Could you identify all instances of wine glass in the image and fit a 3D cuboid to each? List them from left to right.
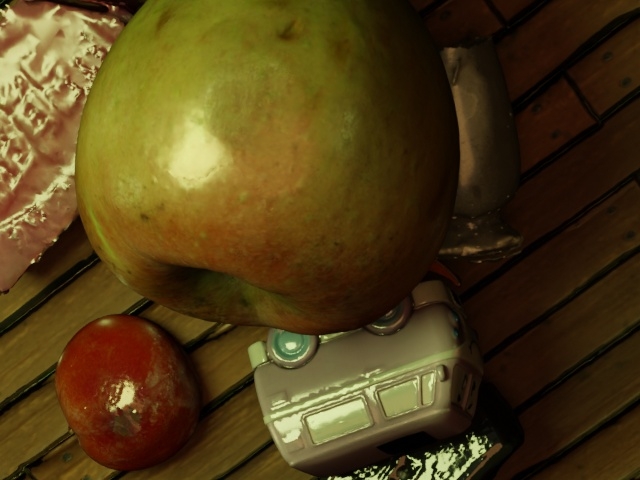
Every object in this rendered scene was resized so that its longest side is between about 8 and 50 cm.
[{"bbox_3d":[0.131,-0.085,1.644,0.111,0.111,0.204,-9,99,3],"label":"wine glass"}]

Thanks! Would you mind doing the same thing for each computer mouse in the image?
[{"bbox_3d":[0.091,0.232,1.729,0.147,0.088,0.264,35,94,15],"label":"computer mouse"}]

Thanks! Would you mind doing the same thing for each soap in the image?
[{"bbox_3d":[-0.267,-0.113,1.647,0.182,0.112,0.289,40,99,-13],"label":"soap"}]

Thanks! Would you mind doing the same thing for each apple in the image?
[{"bbox_3d":[-0.047,-0.091,1.515,0.338,0.338,0.305,12,72,-2],"label":"apple"}]

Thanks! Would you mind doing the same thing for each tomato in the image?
[{"bbox_3d":[-0.191,0.155,1.714,0.139,0.091,0.159,-22,99,4],"label":"tomato"}]

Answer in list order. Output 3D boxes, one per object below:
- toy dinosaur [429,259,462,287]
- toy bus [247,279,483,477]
[{"bbox_3d":[-0.001,0.000,1.687,0.280,0.055,0.101,14,88,-3],"label":"toy dinosaur"},{"bbox_3d":[0.051,0.129,1.646,0.202,0.142,0.142,-21,70,11],"label":"toy bus"}]
